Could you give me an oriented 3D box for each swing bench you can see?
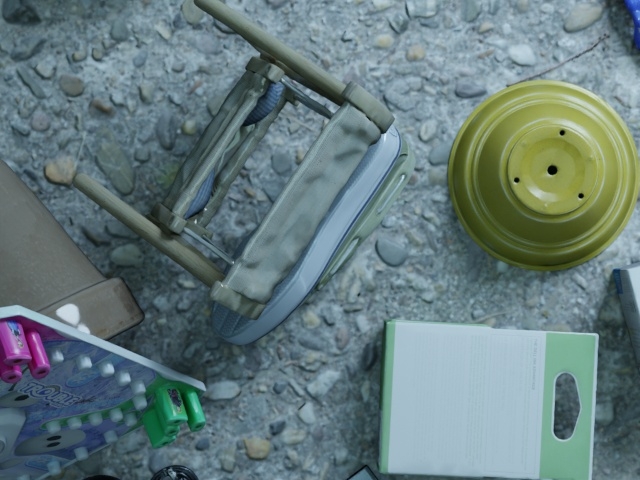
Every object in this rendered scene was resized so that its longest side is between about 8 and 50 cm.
[{"bbox_3d":[-0.076,-0.079,1.530,0.254,0.165,0.253,36,91,32],"label":"swing bench"}]

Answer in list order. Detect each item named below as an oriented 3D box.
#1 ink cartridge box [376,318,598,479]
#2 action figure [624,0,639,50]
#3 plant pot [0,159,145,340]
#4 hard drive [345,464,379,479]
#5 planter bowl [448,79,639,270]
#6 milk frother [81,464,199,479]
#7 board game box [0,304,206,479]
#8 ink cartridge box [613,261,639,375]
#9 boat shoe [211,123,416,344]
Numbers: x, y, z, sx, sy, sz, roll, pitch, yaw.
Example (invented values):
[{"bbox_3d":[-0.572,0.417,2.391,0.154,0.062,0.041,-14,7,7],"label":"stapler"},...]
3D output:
[{"bbox_3d":[0.183,0.178,1.617,0.235,0.056,0.171,3,89,-1],"label":"ink cartridge box"},{"bbox_3d":[0.355,-0.302,1.585,0.091,0.139,0.280,-24,85,1],"label":"action figure"},{"bbox_3d":[-0.350,0.044,1.533,0.263,0.263,0.229,-26,90,1],"label":"plant pot"},{"bbox_3d":[0.056,0.334,1.634,0.094,0.022,0.135,-38,88,1],"label":"hard drive"},{"bbox_3d":[0.251,-0.075,1.603,0.217,0.090,0.217,0,88,3],"label":"planter bowl"},{"bbox_3d":[-0.196,0.315,1.588,0.143,0.135,0.129,-46,118,3],"label":"milk frother"},{"bbox_3d":[-0.353,0.213,1.443,0.390,0.390,0.050,-28,65,13],"label":"board game box"},{"bbox_3d":[0.387,0.089,1.593,0.089,0.092,0.143,-15,90,1],"label":"ink cartridge box"},{"bbox_3d":[0.000,0.000,1.606,0.302,0.094,0.109,-51,45,6],"label":"boat shoe"}]
